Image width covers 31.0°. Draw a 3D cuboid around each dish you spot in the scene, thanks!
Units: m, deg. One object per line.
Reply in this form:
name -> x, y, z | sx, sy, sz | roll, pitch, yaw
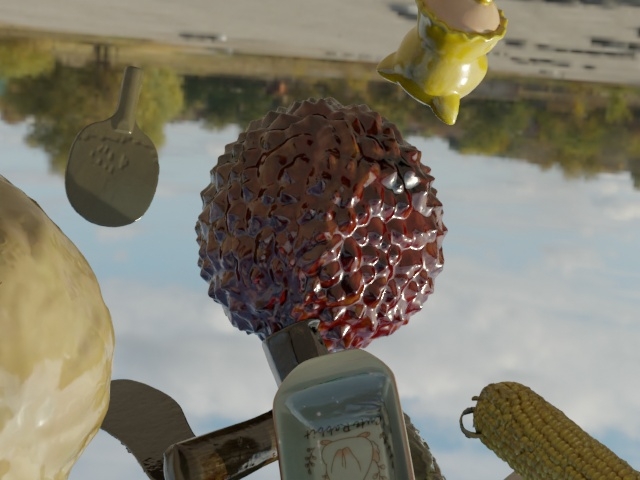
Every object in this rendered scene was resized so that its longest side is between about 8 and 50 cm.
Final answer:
dish -> 0.032, 0.241, 1.332 | 0.154, 0.234, 0.064 | -15, 153, 13

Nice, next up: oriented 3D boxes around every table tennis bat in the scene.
table tennis bat -> -0.285, -0.133, 1.631 | 0.131, 0.234, 0.022 | 15, 168, -21

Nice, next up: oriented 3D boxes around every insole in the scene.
insole -> -0.217, 0.236, 1.460 | 0.111, 0.007, 0.328 | -15, -158, -24

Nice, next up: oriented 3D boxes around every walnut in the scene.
walnut -> -0.327, 0.101, 0.790 | 0.381, 0.381, 0.381 | 4, -172, -1

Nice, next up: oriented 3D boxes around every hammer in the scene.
hammer -> -0.069, 0.236, 1.394 | 0.095, 0.242, 0.409 | -29, 170, 27

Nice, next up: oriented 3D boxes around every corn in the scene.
corn -> 0.292, 0.264, 1.415 | 0.106, 0.106, 0.293 | -1, -159, -35

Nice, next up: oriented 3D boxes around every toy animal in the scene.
toy animal -> 0.186, -0.293, 1.661 | 0.156, 0.230, 0.156 | 15, -142, -12

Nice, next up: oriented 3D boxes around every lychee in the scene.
lychee -> 0.000, 0.000, 1.906 | 0.424, 0.500, 0.424 | 3, -135, -3

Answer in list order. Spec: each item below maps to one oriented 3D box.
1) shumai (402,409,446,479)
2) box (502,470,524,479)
shumai -> 0.038, 0.442, 1.702 | 0.348, 0.395, 0.395 | -20, -171, -2
box -> 0.427, 0.588, 2.068 | 0.339, 0.239, 0.229 | 47, -167, -2
